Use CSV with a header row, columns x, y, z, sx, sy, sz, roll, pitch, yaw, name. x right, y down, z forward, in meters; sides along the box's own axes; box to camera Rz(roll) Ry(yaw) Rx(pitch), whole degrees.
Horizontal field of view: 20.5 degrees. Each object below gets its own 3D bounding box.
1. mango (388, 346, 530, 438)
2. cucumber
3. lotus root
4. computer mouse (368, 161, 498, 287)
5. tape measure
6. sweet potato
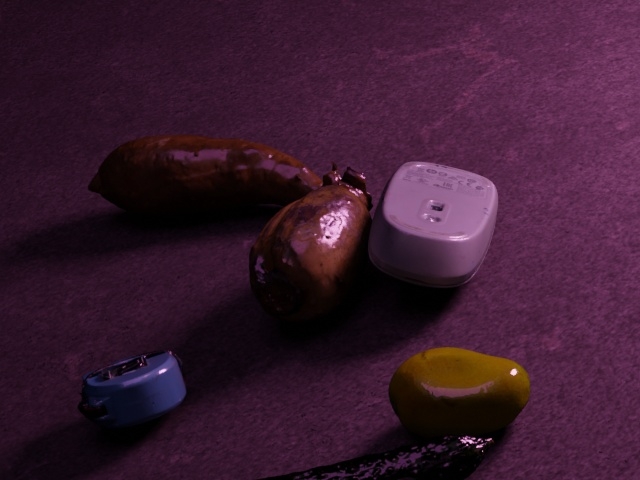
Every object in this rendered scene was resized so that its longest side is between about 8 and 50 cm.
x,y,z,sx,sy,sz,roll,pitch,yaw,name
0.157,0.178,2.048,0.163,0.089,0.117,2,35,30,mango
0.050,0.271,1.970,0.300,0.072,0.072,-15,29,5,cucumber
0.002,0.001,2.373,0.154,0.154,0.278,-2,35,27,lotus root
0.150,-0.014,2.366,0.159,0.097,0.288,12,24,7,computer mouse
-0.239,0.192,2.251,0.146,0.081,0.125,-19,12,-8,tape measure
-0.158,-0.092,2.659,0.422,0.130,0.130,5,36,23,sweet potato
